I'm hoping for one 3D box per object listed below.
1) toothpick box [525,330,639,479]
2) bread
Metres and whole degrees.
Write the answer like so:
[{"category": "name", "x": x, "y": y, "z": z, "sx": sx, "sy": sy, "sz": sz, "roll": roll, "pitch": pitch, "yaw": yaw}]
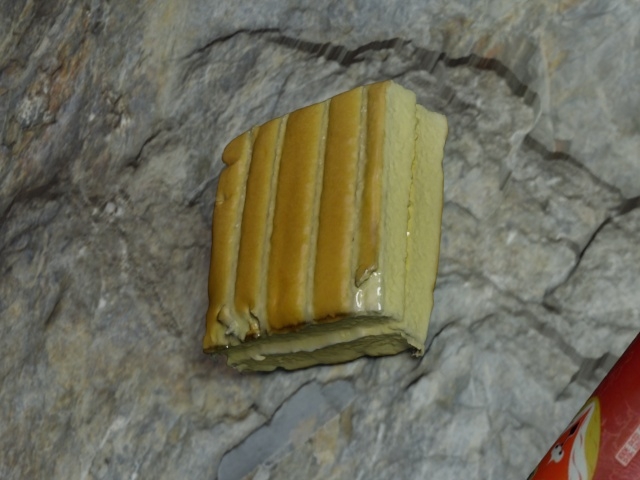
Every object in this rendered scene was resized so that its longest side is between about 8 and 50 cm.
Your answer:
[{"category": "toothpick box", "x": 0.216, "y": 0.243, "z": 1.210, "sx": 0.333, "sy": 0.204, "sz": 0.204, "roll": -53, "pitch": 42, "yaw": 8}, {"category": "bread", "x": 0.000, "y": 0.000, "z": 1.631, "sx": 0.239, "sy": 0.111, "sz": 0.246, "roll": -16, "pitch": 60, "yaw": 42}]
